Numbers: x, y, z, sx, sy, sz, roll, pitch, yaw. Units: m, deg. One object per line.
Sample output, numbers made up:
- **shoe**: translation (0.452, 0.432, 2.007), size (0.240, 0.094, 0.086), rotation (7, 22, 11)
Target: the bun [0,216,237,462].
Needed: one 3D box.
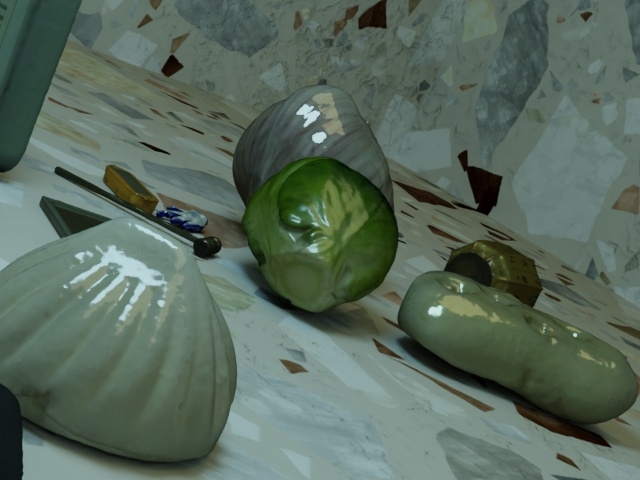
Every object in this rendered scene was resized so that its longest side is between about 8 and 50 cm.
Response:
- **bun**: translation (-0.180, 0.068, 1.107), size (0.263, 0.175, 0.263), rotation (26, 11, -5)

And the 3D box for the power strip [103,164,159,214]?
- **power strip**: translation (-0.311, -0.087, 1.943), size (0.049, 0.028, 0.178), rotation (18, 13, -35)

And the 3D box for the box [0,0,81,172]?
- **box**: translation (-0.506, -0.339, 1.725), size (0.396, 0.397, 0.111), rotation (35, 18, 35)

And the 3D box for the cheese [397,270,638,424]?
- **cheese**: translation (0.287, 0.162, 1.853), size (0.351, 0.130, 0.328), rotation (31, 9, 35)

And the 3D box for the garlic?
- **garlic**: translation (-0.020, -0.101, 2.039), size (0.317, 0.259, 0.317), rotation (34, -24, 17)

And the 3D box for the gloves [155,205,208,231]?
- **gloves**: translation (-0.220, -0.035, 1.919), size (0.064, 0.026, 0.086), rotation (29, 16, 25)

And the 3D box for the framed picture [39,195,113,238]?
- **framed picture**: translation (-0.261, 0.014, 1.604), size (0.184, 0.016, 0.250), rotation (19, 13, -33)

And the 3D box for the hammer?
- **hammer**: translation (-0.284, -0.048, 1.840), size (0.292, 0.029, 0.058), rotation (26, 8, 13)

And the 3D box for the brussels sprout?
- **brussels sprout**: translation (0.000, 0.000, 1.787), size (0.219, 0.210, 0.271), rotation (47, 28, -16)

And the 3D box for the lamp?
- **lamp**: translation (0.322, 0.081, 2.279), size (0.161, 0.161, 0.185), rotation (32, 13, 33)

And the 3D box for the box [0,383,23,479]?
- **box**: translation (-0.307, 0.130, 0.859), size (0.201, 0.042, 0.212), rotation (21, 12, -24)
